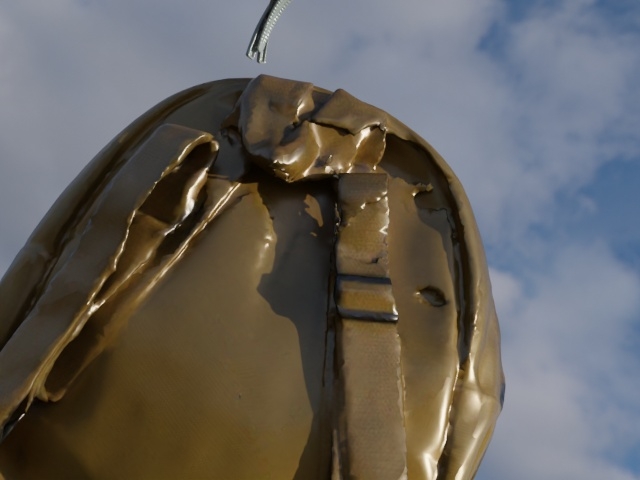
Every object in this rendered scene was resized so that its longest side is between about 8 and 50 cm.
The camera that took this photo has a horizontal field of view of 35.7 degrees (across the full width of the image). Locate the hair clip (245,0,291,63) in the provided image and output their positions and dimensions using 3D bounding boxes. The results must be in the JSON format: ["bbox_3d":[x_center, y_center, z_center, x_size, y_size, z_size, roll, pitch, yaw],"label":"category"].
[{"bbox_3d":[-0.043,-0.239,1.042,0.030,0.115,0.039,16,13,-47],"label":"hair clip"}]

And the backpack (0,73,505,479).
[{"bbox_3d":[-0.041,0.084,0.663,0.354,0.378,0.201,25,-16,3],"label":"backpack"}]
